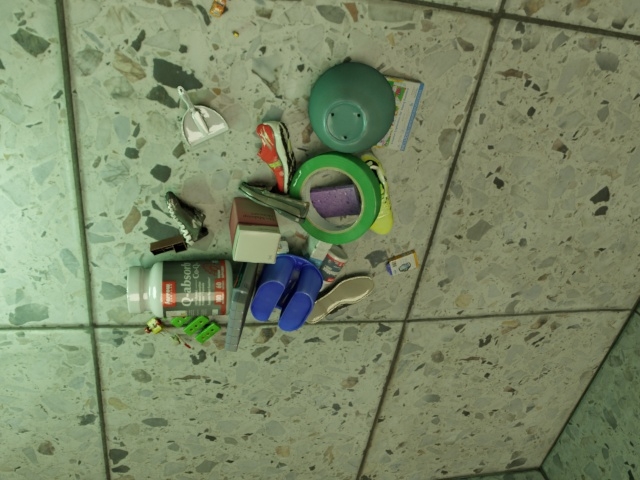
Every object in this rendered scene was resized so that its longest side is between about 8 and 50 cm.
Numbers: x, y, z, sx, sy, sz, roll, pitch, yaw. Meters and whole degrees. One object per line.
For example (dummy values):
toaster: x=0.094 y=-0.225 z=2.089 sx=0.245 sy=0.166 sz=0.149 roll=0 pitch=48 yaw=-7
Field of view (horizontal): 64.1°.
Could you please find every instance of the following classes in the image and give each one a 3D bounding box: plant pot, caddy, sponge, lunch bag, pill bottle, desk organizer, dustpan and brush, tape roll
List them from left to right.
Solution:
desk organizer: x=-0.555 y=0.023 z=1.873 sx=0.130 sy=0.050 sz=0.047 roll=-16 pitch=125 yaw=-4
pill bottle: x=-0.513 y=0.178 z=1.888 sx=0.362 sy=0.210 sz=0.210 roll=-1 pitch=122 yaw=-15
dustpan and brush: x=-0.398 y=-0.403 z=1.632 sx=0.147 sy=0.060 sz=0.211 roll=-24 pitch=125 yaw=2
lunch bag: x=-0.161 y=0.023 z=1.957 sx=0.071 sy=0.083 sz=0.053 roll=-3 pitch=123 yaw=-12
caddy: x=-0.131 y=0.196 z=2.001 sx=0.241 sy=0.179 sz=0.341 roll=23 pitch=135 yaw=-7
pill bottle: x=0.021 y=0.112 z=2.049 sx=0.107 sy=0.108 sz=0.180 roll=22 pitch=115 yaw=-26
sponge: x=0.039 y=-0.140 z=1.884 sx=0.209 sy=0.031 sz=0.117 roll=-4 pitch=126 yaw=21
tape roll: x=0.051 y=-0.148 z=1.788 sx=0.321 sy=0.077 sz=0.322 roll=8 pitch=113 yaw=20
plant pot: x=0.091 y=-0.401 z=1.625 sx=0.290 sy=0.195 sz=0.290 roll=4 pitch=118 yaw=8

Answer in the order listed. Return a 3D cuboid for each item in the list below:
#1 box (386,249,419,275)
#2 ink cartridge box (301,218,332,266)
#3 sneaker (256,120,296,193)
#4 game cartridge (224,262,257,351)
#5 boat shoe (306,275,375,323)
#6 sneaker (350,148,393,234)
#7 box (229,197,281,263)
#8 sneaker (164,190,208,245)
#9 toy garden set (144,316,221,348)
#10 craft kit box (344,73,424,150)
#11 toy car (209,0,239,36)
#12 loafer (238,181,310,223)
box: x=0.345 y=0.098 z=2.175 sx=0.136 sy=0.028 sz=0.081 roll=-19 pitch=125 yaw=0
ink cartridge box: x=0.000 y=0.000 z=1.972 sx=0.060 sy=0.104 sz=0.180 roll=19 pitch=116 yaw=-25
sneaker: x=-0.157 y=-0.287 z=1.764 sx=0.118 sy=0.107 sz=0.279 roll=3 pitch=131 yaw=14
game cartridge: x=-0.286 y=0.205 z=1.882 sx=0.068 sy=0.355 sz=0.230 roll=9 pitch=119 yaw=-2
boat shoe: x=0.073 y=0.242 z=2.171 sx=0.335 sy=0.095 sz=0.112 roll=-29 pitch=89 yaw=0
sneaker: x=0.190 y=-0.159 z=1.894 sx=0.145 sy=0.147 sz=0.385 roll=-25 pitch=126 yaw=0
box: x=-0.236 y=-0.038 z=1.806 sx=0.148 sy=0.232 sz=0.127 roll=5 pitch=122 yaw=-18
sneaker: x=-0.467 y=-0.089 z=1.812 sx=0.106 sy=0.078 sz=0.234 roll=-22 pitch=129 yaw=-4
toy garden set: x=-0.566 y=0.344 z=2.083 sx=0.203 sy=0.049 sz=0.244 roll=-39 pitch=124 yaw=9
craft kit box: x=0.206 y=-0.445 z=1.770 sx=0.246 sy=0.061 sz=0.250 roll=3 pitch=121 yaw=-19
toy car: x=-0.272 y=-0.661 z=1.510 sx=0.060 sy=0.041 sz=0.122 roll=-44 pitch=122 yaw=15
loafer: x=-0.159 y=-0.153 z=1.798 sx=0.267 sy=0.096 sz=0.084 roll=28 pitch=103 yaw=8
